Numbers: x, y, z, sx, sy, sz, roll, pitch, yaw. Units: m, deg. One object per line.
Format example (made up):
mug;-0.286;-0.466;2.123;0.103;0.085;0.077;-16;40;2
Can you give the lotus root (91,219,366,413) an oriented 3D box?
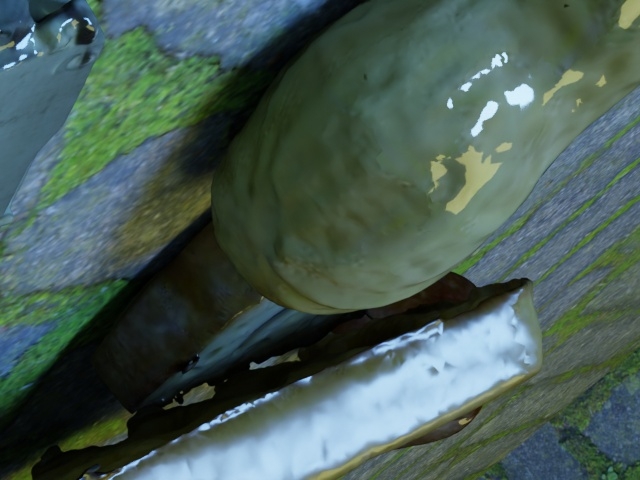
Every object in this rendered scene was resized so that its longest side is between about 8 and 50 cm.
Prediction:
lotus root;0.000;0.000;1.095;0.261;0.074;0.170;-22;159;-43

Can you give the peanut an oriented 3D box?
peanut;0.071;-0.076;0.892;0.319;0.147;0.147;-41;166;23

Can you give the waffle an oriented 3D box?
waffle;-0.058;0.127;1.140;0.348;0.077;0.304;-23;180;-24

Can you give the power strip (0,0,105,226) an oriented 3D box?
power strip;-0.158;-0.009;0.719;0.080;0.048;0.286;-25;162;-34

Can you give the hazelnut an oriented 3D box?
hazelnut;0.064;0.089;1.453;0.154;0.143;0.143;-37;169;33
